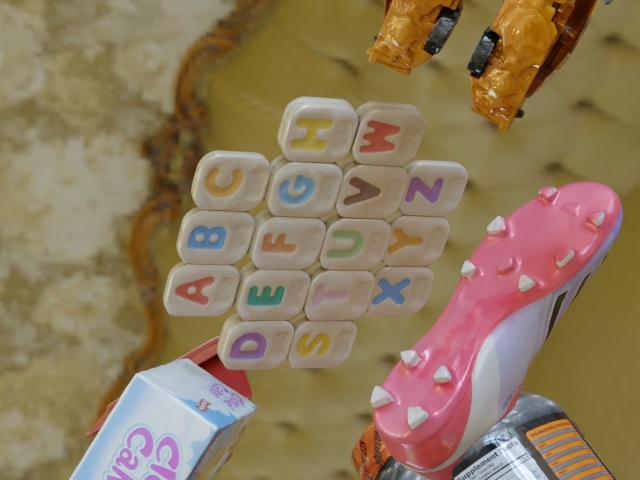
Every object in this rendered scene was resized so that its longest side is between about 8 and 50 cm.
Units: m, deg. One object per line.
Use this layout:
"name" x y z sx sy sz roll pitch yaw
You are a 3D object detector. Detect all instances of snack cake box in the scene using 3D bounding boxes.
"snack cake box" -0.172 0.240 1.486 0.264 0.089 0.152 -58 -10 7

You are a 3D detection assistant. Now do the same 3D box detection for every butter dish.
"butter dish" -0.135 0.186 1.774 0.160 0.160 0.118 -34 87 33

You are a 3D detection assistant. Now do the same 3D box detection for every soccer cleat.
"soccer cleat" 0.132 0.063 1.211 0.083 0.095 0.248 29 71 39

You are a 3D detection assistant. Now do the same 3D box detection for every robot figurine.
"robot figurine" 0.158 -0.246 1.419 0.291 0.211 0.085 -65 -6 34

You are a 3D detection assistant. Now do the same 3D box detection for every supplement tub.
"supplement tub" 0.184 0.279 1.457 0.338 0.207 0.207 54 139 23

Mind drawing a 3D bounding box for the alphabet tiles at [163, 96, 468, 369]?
"alphabet tiles" 0.000 0.000 1.574 0.021 0.278 0.284 54 134 50
